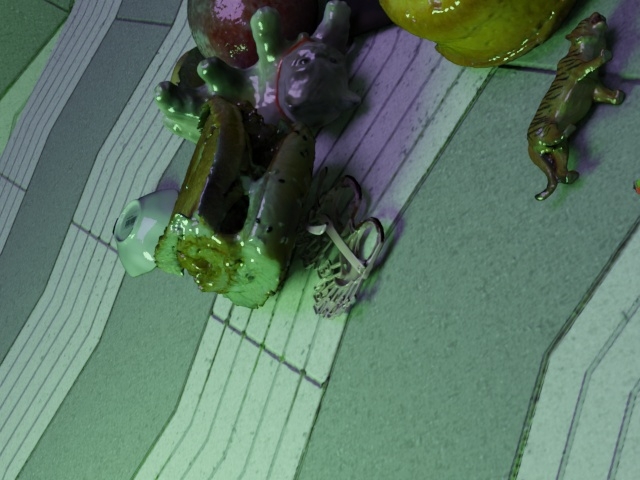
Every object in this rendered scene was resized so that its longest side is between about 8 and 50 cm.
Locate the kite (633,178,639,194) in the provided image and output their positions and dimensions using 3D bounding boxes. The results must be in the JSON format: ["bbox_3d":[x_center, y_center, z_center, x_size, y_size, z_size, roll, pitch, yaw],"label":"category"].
[{"bbox_3d":[0.401,-0.090,1.179,0.183,0.014,0.241,-26,47,49],"label":"kite"}]

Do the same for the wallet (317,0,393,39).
[{"bbox_3d":[0.107,-0.411,1.818,0.309,0.042,0.165,-8,63,54],"label":"wallet"}]

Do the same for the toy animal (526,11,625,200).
[{"bbox_3d":[0.300,-0.159,1.346,0.241,0.057,0.099,-65,25,0],"label":"toy animal"}]

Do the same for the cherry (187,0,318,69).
[{"bbox_3d":[-0.121,-0.403,1.986,0.236,0.213,0.285,-40,47,47],"label":"cherry"}]

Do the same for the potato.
[{"bbox_3d":[-0.227,-0.261,2.110,0.098,0.138,0.243,-29,42,49],"label":"potato"}]

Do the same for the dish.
[{"bbox_3d":[-0.348,-0.027,2.181,0.191,0.066,0.190,-35,42,39],"label":"dish"}]

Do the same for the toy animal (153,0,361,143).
[{"bbox_3d":[-0.094,-0.221,1.797,0.266,0.308,0.188,111,145,-47],"label":"toy animal"}]

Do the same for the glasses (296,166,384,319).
[{"bbox_3d":[0.003,0.007,1.621,0.162,0.095,0.255,-63,27,27],"label":"glasses"}]

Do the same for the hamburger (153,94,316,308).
[{"bbox_3d":[-0.122,-0.063,1.682,0.318,0.195,0.276,133,156,-71],"label":"hamburger"}]

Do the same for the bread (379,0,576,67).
[{"bbox_3d":[0.236,-0.360,1.440,0.340,0.194,0.179,-54,39,25],"label":"bread"}]
